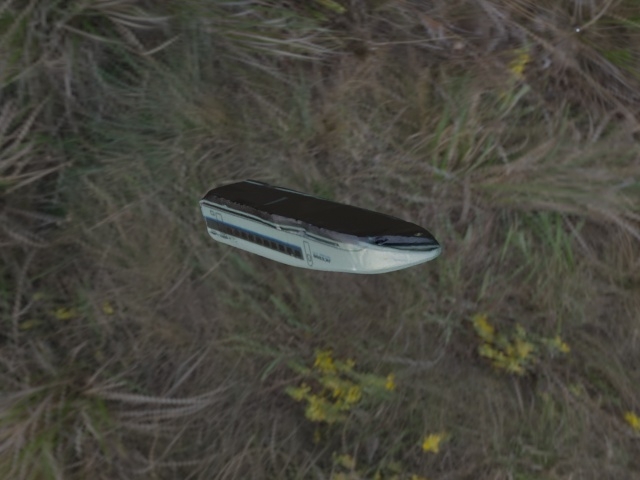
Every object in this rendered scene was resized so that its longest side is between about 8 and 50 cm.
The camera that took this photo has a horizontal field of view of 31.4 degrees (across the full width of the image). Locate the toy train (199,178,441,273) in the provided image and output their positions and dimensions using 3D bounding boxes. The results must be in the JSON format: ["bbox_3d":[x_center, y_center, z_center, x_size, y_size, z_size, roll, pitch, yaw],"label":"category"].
[{"bbox_3d":[0.000,-0.001,0.850,0.252,0.055,0.048,17,121,50],"label":"toy train"}]
